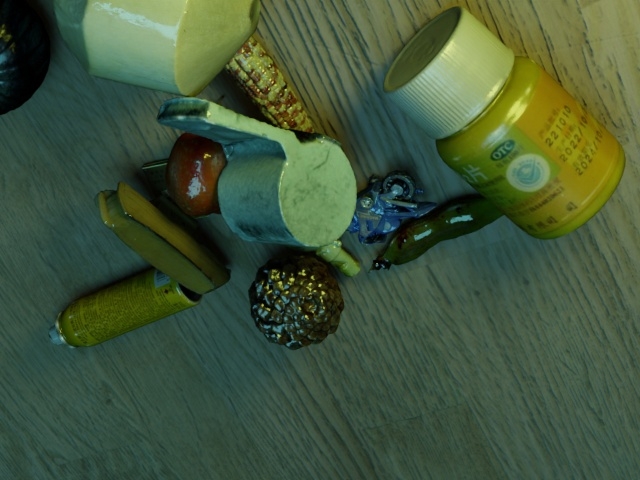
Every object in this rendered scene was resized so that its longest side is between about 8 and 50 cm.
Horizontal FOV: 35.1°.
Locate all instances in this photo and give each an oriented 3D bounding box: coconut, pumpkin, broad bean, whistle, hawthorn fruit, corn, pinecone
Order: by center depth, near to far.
[{"bbox_3d":[-0.247,-0.374,1.594,0.323,0.323,0.323,4,125,5],"label":"coconut"},{"bbox_3d":[-0.591,-0.307,1.713,0.248,0.248,0.248,4,125,5],"label":"pumpkin"},{"bbox_3d":[-0.092,-0.134,1.734,0.168,0.188,0.404,5,141,46],"label":"whistle"},{"bbox_3d":[-0.094,-0.263,1.781,0.079,0.079,0.237,-24,121,22],"label":"corn"},{"bbox_3d":[-0.207,-0.149,1.829,0.163,0.162,0.203,0,114,7],"label":"hawthorn fruit"},{"bbox_3d":[0.226,-0.025,1.905,0.339,0.061,0.077,-26,125,24],"label":"broad bean"},{"bbox_3d":[-0.052,0.110,1.950,0.179,0.204,0.184,-20,114,-14],"label":"pinecone"},{"bbox_3d":[0.000,0.000,1.964,0.198,0.057,0.104,37,132,-25],"label":"whistle"}]

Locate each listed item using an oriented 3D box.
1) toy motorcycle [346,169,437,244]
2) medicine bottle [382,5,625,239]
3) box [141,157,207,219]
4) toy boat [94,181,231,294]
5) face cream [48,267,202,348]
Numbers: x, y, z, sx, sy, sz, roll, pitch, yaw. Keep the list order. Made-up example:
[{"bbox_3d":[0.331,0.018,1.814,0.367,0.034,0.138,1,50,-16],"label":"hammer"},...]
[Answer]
[{"bbox_3d":[0.112,-0.054,1.890,0.205,0.076,0.114,-31,111,37],"label":"toy motorcycle"},{"bbox_3d":[0.303,-0.193,1.680,0.384,0.224,0.224,39,120,-19],"label":"medicine bottle"},{"bbox_3d":[-0.277,-0.097,1.948,0.090,0.023,0.133,-11,123,16],"label":"box"},{"bbox_3d":[-0.290,-0.006,1.928,0.089,0.121,0.321,-30,130,25],"label":"toy boat"},{"bbox_3d":[-0.413,0.141,2.081,0.349,0.105,0.105,-22,119,21],"label":"face cream"}]
